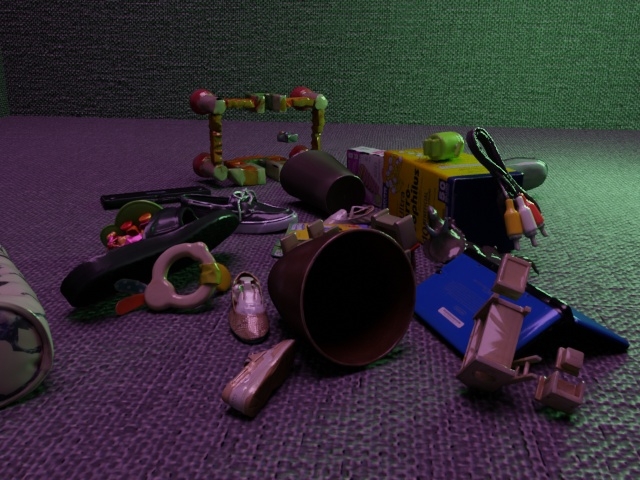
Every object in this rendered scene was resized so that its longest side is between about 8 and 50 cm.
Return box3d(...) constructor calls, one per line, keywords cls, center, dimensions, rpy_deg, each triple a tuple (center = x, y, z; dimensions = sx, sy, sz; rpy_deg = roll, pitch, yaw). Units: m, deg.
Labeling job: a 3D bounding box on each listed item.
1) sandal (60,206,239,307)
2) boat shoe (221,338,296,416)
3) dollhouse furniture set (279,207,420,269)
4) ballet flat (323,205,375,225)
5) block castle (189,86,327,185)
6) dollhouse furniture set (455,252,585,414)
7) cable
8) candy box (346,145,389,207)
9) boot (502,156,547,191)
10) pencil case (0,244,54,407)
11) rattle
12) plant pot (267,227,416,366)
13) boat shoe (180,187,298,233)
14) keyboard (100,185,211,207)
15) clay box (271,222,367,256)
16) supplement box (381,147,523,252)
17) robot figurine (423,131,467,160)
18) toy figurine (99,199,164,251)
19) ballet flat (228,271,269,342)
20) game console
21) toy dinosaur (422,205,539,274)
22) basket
box3d(cls="sandal", center=(-0.331, -0.002, 1.298), dimensions=(0.107, 0.167, 0.445), rpy_deg=(52, 36, 10))
box3d(cls="boat shoe", center=(-0.088, 0.190, 0.941), dimensions=(0.059, 0.063, 0.170), rpy_deg=(14, 23, 18))
box3d(cls="dollhouse furniture set", center=(0.089, 0.046, 1.327), dimensions=(0.259, 0.135, 0.262), rpy_deg=(-28, 32, -34))
box3d(cls="ballet flat", center=(0.073, -0.064, 1.699), dimensions=(0.168, 0.052, 0.057), rpy_deg=(-11, 22, -30))
box3d(cls="block castle", center=(-0.210, -0.365, 2.186), dimensions=(0.453, 0.303, 0.213), rpy_deg=(-9, 20, -29))
box3d(cls="dollhouse furniture set", center=(0.310, 0.145, 0.948), dimensions=(0.160, 0.101, 0.182), rpy_deg=(23, 61, 5))
box3d(cls="cable", center=(0.422, -0.124, 1.407), dimensions=(0.139, 0.287, 0.072), rpy_deg=(-21, 2, -33))
box3d(cls="candy box", center=(0.182, -0.181, 1.879), dimensions=(0.233, 0.159, 0.071), rpy_deg=(17, 27, 41))
box3d(cls="boot", center=(0.530, -0.162, 1.943), dimensions=(0.338, 0.118, 0.223), rpy_deg=(-7, 20, 12))
box3d(cls="pencil case", center=(-0.553, 0.110, 1.011), dimensions=(0.183, 0.160, 0.410), rpy_deg=(-3, 18, -35))
box3d(cls="rattle", center=(-0.286, 0.088, 1.241), dimensions=(0.199, 0.130, 0.143), rpy_deg=(-32, 4, -2))
box3d(cls="plant pot", center=(0.008, 0.083, 1.087), dimensions=(0.215, 0.216, 0.230), rpy_deg=(-10, 8, -29))
box3d(cls="boat shoe", center=(-0.212, -0.084, 1.669), dimensions=(0.306, 0.105, 0.113), rpy_deg=(2, 19, 5))
box3d(cls="keyboard", center=(-0.480, -0.125, 1.897), dimensions=(0.317, 0.033, 0.201), rpy_deg=(-9, 15, -23))
box3d(cls="clay box", center=(0.000, 0.000, 1.511), dimensions=(0.221, 0.053, 0.127), rpy_deg=(3, 19, 3))
box3d(cls="supplement box", center=(0.317, -0.109, 1.620), dimensions=(0.195, 0.194, 0.356), rpy_deg=(-6, 20, -19))
box3d(cls="robot figurine", center=(0.305, -0.233, 1.574), dimensions=(0.115, 0.067, 0.101), rpy_deg=(-13, 15, -35))
box3d(cls="toy figurine", center=(-0.425, 0.009, 1.418), dimensions=(0.173, 0.130, 0.159), rpy_deg=(-20, 28, 6))
box3d(cls="ballet flat", center=(-0.134, 0.112, 1.160), dimensions=(0.073, 0.067, 0.206), rpy_deg=(-4, 20, -13))
box3d(cls="game console", center=(0.338, 0.144, 1.144), dimensions=(0.250, 0.173, 0.293), rpy_deg=(-35, 26, -6))
box3d(cls="toy dinosaur", center=(0.320, 0.040, 1.346), dimensions=(0.313, 0.121, 0.160), rpy_deg=(30, 19, -12))
box3d(cls="basket", center=(0.018, -0.158, 1.834), dimensions=(0.204, 0.154, 0.227), rpy_deg=(-5, 23, -26))
